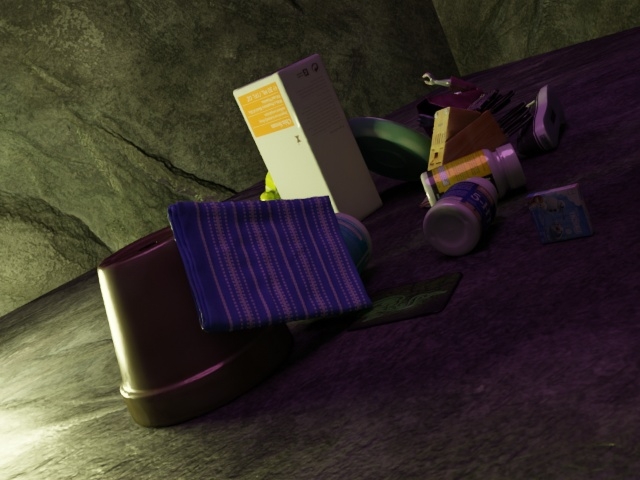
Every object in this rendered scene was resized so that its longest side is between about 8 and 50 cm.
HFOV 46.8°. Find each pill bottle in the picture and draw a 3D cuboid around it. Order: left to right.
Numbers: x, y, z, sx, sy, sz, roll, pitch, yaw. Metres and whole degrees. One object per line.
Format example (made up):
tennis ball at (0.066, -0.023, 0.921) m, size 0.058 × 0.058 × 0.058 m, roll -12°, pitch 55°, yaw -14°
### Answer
pill bottle at (0.002, 0.052, 1.461) m, size 0.146 × 0.146 × 0.264 m, roll -18°, pitch 14°, yaw 26°
pill bottle at (0.285, -0.056, 1.460) m, size 0.112 × 0.112 × 0.187 m, roll -15°, pitch 17°, yaw 35°
pill bottle at (0.340, -0.133, 1.646) m, size 0.209 × 0.119 × 0.119 m, roll -22°, pitch 14°, yaw 13°

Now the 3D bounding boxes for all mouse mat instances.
mouse mat at (0.149, 0.106, 1.302) m, size 0.190 × 0.007 × 0.152 m, roll -17°, pitch 15°, yaw 31°

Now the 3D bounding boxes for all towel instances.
towel at (-0.083, 0.028, 1.279) m, size 0.336 × 0.243 × 0.040 m, roll -5°, pitch -28°, yaw -34°

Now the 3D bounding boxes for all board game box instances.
board game box at (0.405, -0.044, 1.252) m, size 0.090 × 0.090 × 0.020 m, roll -14°, pitch 15°, yaw 39°

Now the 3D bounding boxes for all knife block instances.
knife block at (0.407, -0.248, 1.865) m, size 0.242 × 0.275 × 0.088 m, roll 8°, pitch -1°, yaw -14°

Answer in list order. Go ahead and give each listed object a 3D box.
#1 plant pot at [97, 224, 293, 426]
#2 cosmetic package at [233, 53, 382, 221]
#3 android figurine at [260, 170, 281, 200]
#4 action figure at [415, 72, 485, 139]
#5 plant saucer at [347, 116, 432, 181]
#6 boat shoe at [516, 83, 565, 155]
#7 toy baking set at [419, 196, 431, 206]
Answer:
plant pot at (-0.249, 0.126, 1.330) m, size 0.323 × 0.280 × 0.323 m, roll -22°, pitch 14°, yaw 6°
cosmetic package at (-0.035, -0.252, 2.034) m, size 0.162 × 0.453 × 0.230 m, roll -34°, pitch 16°, yaw -34°
android figurine at (-0.090, -0.158, 2.244) m, size 0.056 × 0.272 × 0.248 m, roll 35°, pitch 48°, yaw 28°
action figure at (0.450, -0.425, 2.314) m, size 0.276 × 0.248 × 0.370 m, roll -13°, pitch 20°, yaw 38°
plant saucer at (0.195, -0.243, 2.067) m, size 0.318 × 0.318 × 0.043 m, roll -4°, pitch 62°, yaw 56°
boat shoe at (0.578, -0.314, 1.964) m, size 0.105 × 0.113 × 0.306 m, roll -23°, pitch 28°, yaw 34°
toy baking set at (0.355, -0.133, 1.828) m, size 0.197 × 0.030 × 0.256 m, roll -19°, pitch 11°, yaw 38°
